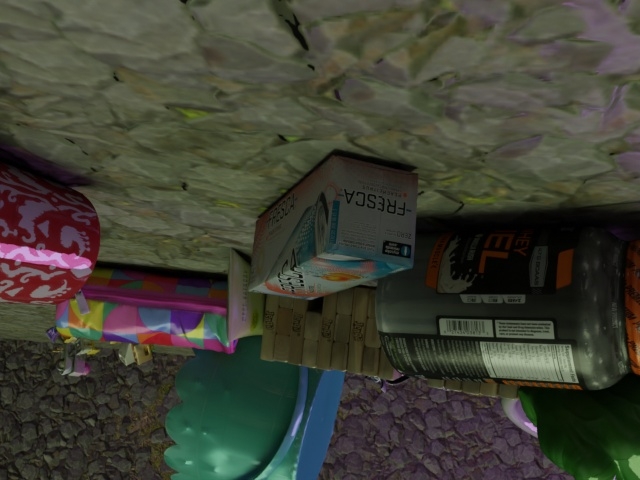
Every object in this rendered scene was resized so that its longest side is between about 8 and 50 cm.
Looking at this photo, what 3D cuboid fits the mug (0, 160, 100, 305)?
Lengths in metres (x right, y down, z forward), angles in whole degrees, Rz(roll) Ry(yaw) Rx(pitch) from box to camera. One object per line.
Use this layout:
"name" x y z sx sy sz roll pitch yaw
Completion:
"mug" -0.248 -0.025 0.445 0.113 0.150 0.169 -40 153 17

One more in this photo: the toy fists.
"toy fists" 0.299 0.113 0.503 0.279 0.096 0.142 -18 -173 -6

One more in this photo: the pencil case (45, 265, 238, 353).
"pencil case" -0.214 0.085 0.834 0.237 0.104 0.104 6 166 -5

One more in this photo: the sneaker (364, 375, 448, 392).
"sneaker" 0.081 0.175 1.030 0.281 0.115 0.105 -6 162 40

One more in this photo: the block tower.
"block tower" 0.108 0.097 0.682 0.336 0.097 0.091 6 180 26

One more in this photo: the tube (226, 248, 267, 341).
"tube" -0.074 0.076 0.768 0.070 0.062 0.240 48 178 13

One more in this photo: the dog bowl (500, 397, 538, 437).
"dog bowl" 0.371 0.178 0.768 0.349 0.102 0.348 14 154 7

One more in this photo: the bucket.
"bucket" -0.081 0.234 0.956 0.183 0.281 0.281 12 168 13

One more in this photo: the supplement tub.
"supplement tub" 0.147 0.048 0.492 0.191 0.116 0.117 -3 164 30

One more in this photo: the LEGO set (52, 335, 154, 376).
"LEGO set" -0.330 0.146 1.094 0.107 0.132 0.287 7 163 -44

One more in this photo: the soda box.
"soda box" 0.000 0.000 0.466 0.058 0.062 0.183 10 166 -18
